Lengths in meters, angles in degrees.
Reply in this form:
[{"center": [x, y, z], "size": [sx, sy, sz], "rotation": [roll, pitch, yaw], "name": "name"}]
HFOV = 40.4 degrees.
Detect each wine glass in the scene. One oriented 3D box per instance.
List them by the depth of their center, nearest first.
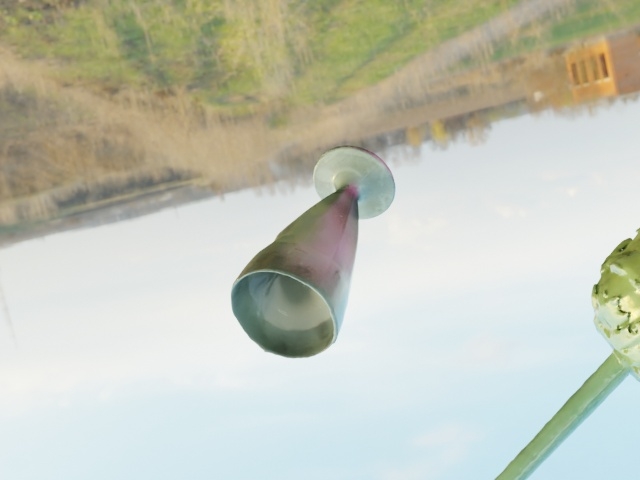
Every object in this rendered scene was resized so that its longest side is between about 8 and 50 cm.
[{"center": [0.000, 0.000, 0.581], "size": [0.073, 0.073, 0.155], "rotation": [-10, -146, 30], "name": "wine glass"}]

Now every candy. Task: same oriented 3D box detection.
[{"center": [0.107, 0.117, 0.450], "size": [0.335, 0.092, 0.093], "rotation": [-49, -164, 12], "name": "candy"}]
